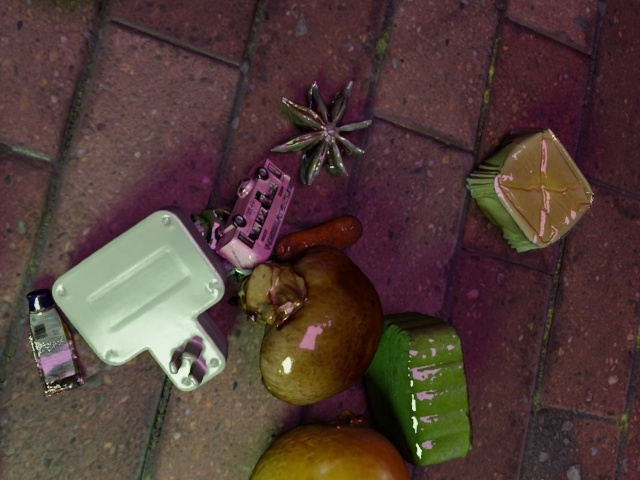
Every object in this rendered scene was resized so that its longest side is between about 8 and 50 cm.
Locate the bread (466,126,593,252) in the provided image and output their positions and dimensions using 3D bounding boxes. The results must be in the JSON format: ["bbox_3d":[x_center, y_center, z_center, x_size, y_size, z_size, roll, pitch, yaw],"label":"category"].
[{"bbox_3d":[0.416,-0.103,1.331,0.192,0.110,0.210,-45,102,-11],"label":"bread"}]

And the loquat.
[{"bbox_3d":[0.024,0.410,1.068,0.274,0.275,0.275,1,86,-21],"label":"loquat"}]

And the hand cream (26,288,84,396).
[{"bbox_3d":[-0.419,0.157,1.033,0.062,0.039,0.163,-15,98,-23],"label":"hand cream"}]

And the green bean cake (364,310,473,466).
[{"bbox_3d":[0.164,0.253,1.153,0.124,0.222,0.248,-6,93,-19],"label":"green bean cake"}]

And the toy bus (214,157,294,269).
[{"bbox_3d":[-0.108,-0.044,1.104,0.090,0.063,0.203,38,46,-24],"label":"toy bus"}]

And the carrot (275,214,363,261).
[{"bbox_3d":[0.000,0.000,1.174,0.186,0.060,0.060,-20,94,-35],"label":"carrot"}]

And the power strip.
[{"bbox_3d":[-0.248,0.110,1.019,0.229,0.141,0.261,-33,100,2],"label":"power strip"}]

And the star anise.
[{"bbox_3d":[-0.002,-0.196,1.198,0.180,0.061,0.205,6,85,-20],"label":"star anise"}]

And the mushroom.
[{"bbox_3d":[-0.013,0.132,1.065,0.283,0.195,0.264,26,75,-42],"label":"mushroom"}]

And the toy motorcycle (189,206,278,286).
[{"bbox_3d":[-0.158,0.008,1.127,0.190,0.074,0.106,39,66,-15],"label":"toy motorcycle"}]
